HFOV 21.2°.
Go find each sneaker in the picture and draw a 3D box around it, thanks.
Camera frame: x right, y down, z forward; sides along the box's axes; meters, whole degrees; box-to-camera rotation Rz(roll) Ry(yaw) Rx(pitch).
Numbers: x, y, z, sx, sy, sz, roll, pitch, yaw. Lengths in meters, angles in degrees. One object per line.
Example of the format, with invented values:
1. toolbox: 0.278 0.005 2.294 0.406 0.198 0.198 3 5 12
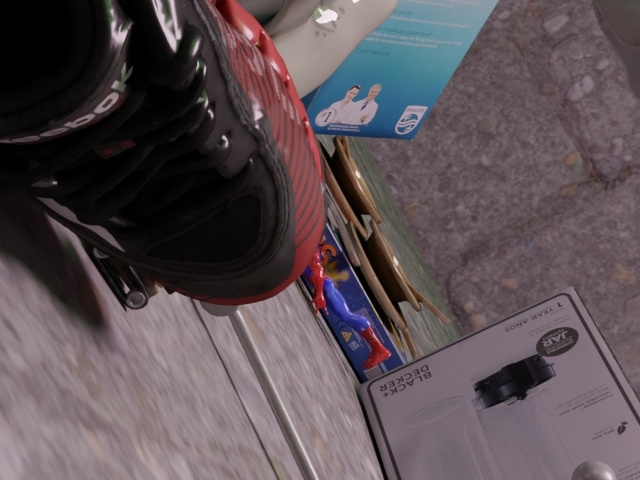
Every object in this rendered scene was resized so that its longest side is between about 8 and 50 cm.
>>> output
1. sneaker: -0.071 -0.049 0.493 0.276 0.097 0.135 54 9 -45

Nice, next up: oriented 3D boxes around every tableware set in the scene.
1. tableware set: 0.040 -0.014 1.269 0.128 0.039 0.194 58 8 -41

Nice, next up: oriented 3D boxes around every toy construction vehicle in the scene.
1. toy construction vehicle: -0.073 -0.020 0.656 0.098 0.035 0.086 60 6 -27

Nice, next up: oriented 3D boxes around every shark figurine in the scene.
1. shark figurine: -0.073 -0.098 0.741 0.116 0.166 0.278 38 16 18

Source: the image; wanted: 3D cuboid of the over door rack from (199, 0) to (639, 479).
1. over door rack: 0.104 0.078 0.756 0.324 0.239 0.108 63 8 -1

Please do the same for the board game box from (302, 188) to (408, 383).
1. board game box: 0.000 0.000 1.237 0.201 0.035 0.136 61 6 -19

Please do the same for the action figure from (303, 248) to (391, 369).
1. action figure: 0.004 0.036 1.149 0.115 0.030 0.038 58 0 -2

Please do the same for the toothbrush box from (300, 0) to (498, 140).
1. toothbrush box: 0.036 -0.251 1.201 0.126 0.295 0.216 -1 42 -42

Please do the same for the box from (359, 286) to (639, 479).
1. box: 0.139 0.168 1.056 0.087 0.169 0.290 62 4 -31
